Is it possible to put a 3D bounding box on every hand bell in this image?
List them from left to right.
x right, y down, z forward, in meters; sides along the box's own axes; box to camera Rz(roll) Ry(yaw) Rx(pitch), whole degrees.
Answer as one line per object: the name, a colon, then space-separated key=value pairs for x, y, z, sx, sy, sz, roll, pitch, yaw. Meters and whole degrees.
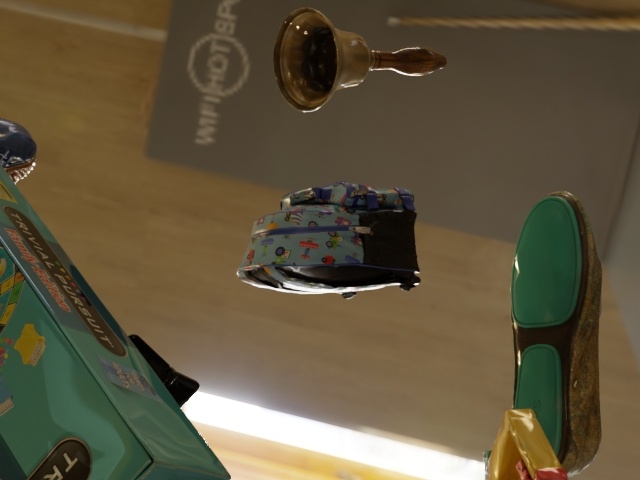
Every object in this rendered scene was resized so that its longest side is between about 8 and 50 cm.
hand bell: x=0.073 y=-0.231 z=1.537 sx=0.242 sy=0.126 sz=0.126 roll=-7 pitch=-63 yaw=-39

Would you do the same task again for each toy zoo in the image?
toy zoo: x=0.205 y=0.298 z=1.144 sx=0.293 sy=0.030 sz=0.192 roll=-110 pitch=22 yaw=-57

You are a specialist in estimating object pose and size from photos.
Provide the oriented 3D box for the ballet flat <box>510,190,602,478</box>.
ballet flat: x=0.296 y=0.119 z=1.466 sx=0.123 sy=0.123 sz=0.349 roll=68 pitch=-154 yaw=-79

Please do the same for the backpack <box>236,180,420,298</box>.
backpack: x=0.000 y=0.000 z=1.279 sx=0.158 sy=0.173 sz=0.117 roll=-11 pitch=79 yaw=59

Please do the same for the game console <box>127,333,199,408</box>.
game console: x=-0.232 y=0.192 z=1.506 sx=0.122 sy=0.071 sz=0.107 roll=-46 pitch=-29 yaw=3

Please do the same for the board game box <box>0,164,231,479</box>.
board game box: x=-0.245 y=0.119 z=0.776 sx=0.254 sy=0.336 sz=0.079 roll=-48 pitch=-33 yaw=8

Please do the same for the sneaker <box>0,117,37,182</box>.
sneaker: x=-0.423 y=-0.117 z=1.159 sx=0.112 sy=0.296 sz=0.131 roll=102 pitch=168 yaw=-61
